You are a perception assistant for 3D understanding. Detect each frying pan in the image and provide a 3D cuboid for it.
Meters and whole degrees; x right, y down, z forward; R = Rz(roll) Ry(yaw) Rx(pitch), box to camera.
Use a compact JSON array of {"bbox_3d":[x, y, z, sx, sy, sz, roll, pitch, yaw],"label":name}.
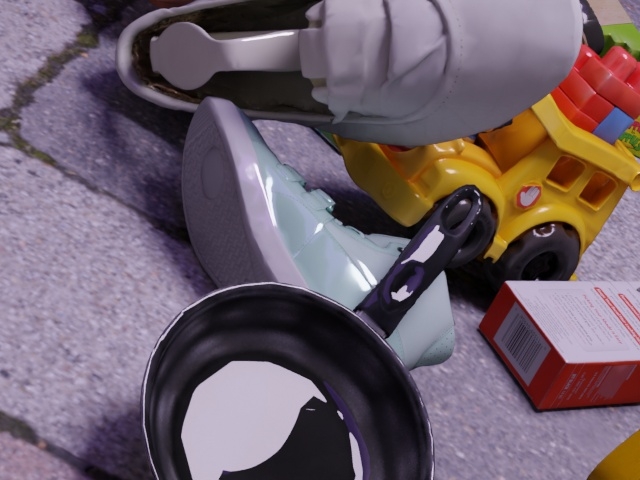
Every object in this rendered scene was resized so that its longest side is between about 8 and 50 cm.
[{"bbox_3d":[-0.010,0.067,0.997,0.197,0.053,0.326,24,53,-16],"label":"frying pan"}]

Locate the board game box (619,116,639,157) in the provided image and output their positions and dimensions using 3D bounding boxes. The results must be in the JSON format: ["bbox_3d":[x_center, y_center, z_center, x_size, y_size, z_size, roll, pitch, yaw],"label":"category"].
[{"bbox_3d":[0.353,-0.139,1.656,0.092,0.043,0.181,28,32,0],"label":"board game box"}]

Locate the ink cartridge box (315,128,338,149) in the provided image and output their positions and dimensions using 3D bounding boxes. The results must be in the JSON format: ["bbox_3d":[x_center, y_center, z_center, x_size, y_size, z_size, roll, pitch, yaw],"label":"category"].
[{"bbox_3d":[-0.002,-0.170,1.416,0.109,0.062,0.209,-16,52,-47],"label":"ink cartridge box"}]

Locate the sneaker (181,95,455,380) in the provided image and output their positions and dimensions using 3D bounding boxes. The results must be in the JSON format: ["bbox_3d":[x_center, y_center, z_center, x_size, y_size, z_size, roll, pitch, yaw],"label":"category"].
[{"bbox_3d":[0.000,0.001,1.144,0.151,0.094,0.256,-5,54,-33],"label":"sneaker"}]

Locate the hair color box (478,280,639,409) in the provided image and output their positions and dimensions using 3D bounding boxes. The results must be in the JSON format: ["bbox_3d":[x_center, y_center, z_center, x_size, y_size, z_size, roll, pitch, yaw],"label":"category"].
[{"bbox_3d":[0.217,0.079,1.238,0.167,0.053,0.093,0,40,-35],"label":"hair color box"}]

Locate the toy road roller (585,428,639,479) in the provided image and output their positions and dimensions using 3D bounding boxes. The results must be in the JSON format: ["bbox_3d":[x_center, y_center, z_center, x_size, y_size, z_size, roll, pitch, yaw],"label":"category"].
[{"bbox_3d":[0.350,0.191,1.094,0.329,0.240,0.202,-35,61,-14],"label":"toy road roller"}]

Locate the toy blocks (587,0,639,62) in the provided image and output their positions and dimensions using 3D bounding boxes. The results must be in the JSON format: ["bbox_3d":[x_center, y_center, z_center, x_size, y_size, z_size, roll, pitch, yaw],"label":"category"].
[{"bbox_3d":[0.121,-0.275,1.577,0.261,0.191,0.381,-9,55,-26],"label":"toy blocks"}]

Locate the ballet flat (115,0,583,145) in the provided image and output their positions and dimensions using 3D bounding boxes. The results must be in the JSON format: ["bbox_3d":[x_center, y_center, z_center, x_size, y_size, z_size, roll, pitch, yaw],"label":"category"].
[{"bbox_3d":[-0.001,-0.134,1.158,0.400,0.139,0.139,3,10,43],"label":"ballet flat"}]

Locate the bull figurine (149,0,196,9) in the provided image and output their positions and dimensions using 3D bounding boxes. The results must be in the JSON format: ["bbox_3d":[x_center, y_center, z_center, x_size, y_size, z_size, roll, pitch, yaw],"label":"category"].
[{"bbox_3d":[-0.009,-0.255,1.357,0.310,0.101,0.188,2,49,-8],"label":"bull figurine"}]

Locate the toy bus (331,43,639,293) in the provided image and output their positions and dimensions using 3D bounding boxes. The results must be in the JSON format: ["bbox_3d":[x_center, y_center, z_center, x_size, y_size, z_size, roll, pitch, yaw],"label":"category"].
[{"bbox_3d":[0.153,-0.079,1.239,0.220,0.211,0.149,22,26,-41],"label":"toy bus"}]

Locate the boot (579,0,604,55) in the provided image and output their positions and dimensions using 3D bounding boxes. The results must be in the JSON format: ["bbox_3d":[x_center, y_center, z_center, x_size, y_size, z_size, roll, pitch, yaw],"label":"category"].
[{"bbox_3d":[0.145,-0.221,1.416,0.137,0.077,0.198,-28,70,-18],"label":"boot"}]
